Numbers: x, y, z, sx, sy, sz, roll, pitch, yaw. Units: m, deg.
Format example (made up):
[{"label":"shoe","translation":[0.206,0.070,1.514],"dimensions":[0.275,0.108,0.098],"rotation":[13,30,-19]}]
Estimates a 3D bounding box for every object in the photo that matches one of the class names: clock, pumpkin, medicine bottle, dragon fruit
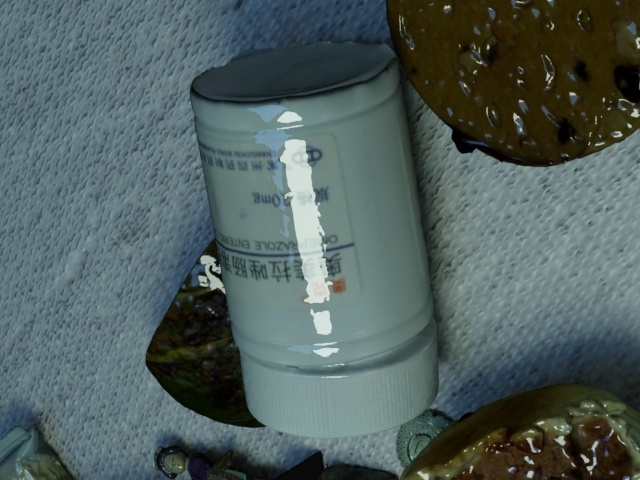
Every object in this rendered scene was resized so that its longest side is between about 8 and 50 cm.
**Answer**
[{"label":"clock","translation":[0.108,0.205,1.792],"dimensions":[0.074,0.010,0.083],"rotation":[49,127,7]},{"label":"pumpkin","translation":[-0.071,0.099,1.806],"dimensions":[0.163,0.111,0.278],"rotation":[38,123,9]},{"label":"medicine bottle","translation":[0.000,0.000,1.661],"dimensions":[0.190,0.190,0.332],"rotation":[4,114,31]},{"label":"dragon fruit","translation":[0.032,0.261,1.832],"dimensions":[0.083,0.060,0.056],"rotation":[9,110,27]}]

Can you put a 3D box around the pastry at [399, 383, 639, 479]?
[{"label":"pastry","translation":[0.217,0.231,1.645],"dimensions":[0.256,0.170,0.236],"rotation":[-26,113,32]}]

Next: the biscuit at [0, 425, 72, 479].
[{"label":"biscuit","translation":[-0.288,0.362,2.065],"dimensions":[0.186,0.079,0.309],"rotation":[-37,86,39]}]

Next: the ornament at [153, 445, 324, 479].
[{"label":"ornament","translation":[-0.099,0.256,1.899],"dimensions":[0.203,0.081,0.088],"rotation":[9,112,30]}]

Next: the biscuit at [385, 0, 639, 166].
[{"label":"biscuit","translation":[0.180,-0.198,1.542],"dimensions":[0.296,0.075,0.295],"rotation":[19,124,32]}]
